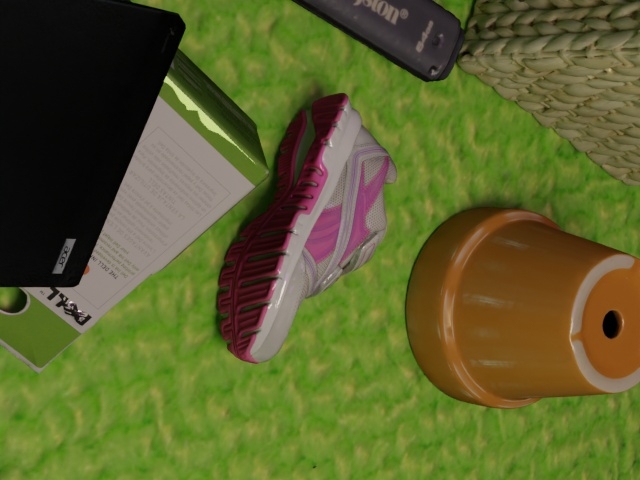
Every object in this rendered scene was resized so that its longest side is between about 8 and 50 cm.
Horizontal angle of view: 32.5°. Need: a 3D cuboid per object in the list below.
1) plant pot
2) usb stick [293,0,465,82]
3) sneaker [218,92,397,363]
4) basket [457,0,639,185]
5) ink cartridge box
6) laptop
[{"bbox_3d":[0.220,0.070,1.068,0.205,0.188,0.205,-1,93,-33],"label":"plant pot"},{"bbox_3d":[0.021,-0.234,1.010,0.278,0.045,0.077,26,77,-31],"label":"usb stick"},{"bbox_3d":[0.000,0.000,0.973,0.111,0.103,0.252,33,75,-28],"label":"sneaker"},{"bbox_3d":[0.362,-0.222,1.074,0.328,0.331,0.266,28,83,-30],"label":"basket"},{"bbox_3d":[-0.198,-0.049,0.858,0.255,0.097,0.189,-40,117,12],"label":"ink cartridge box"},{"bbox_3d":[-0.268,-0.101,0.749,0.264,0.136,0.234,28,111,3],"label":"laptop"}]
